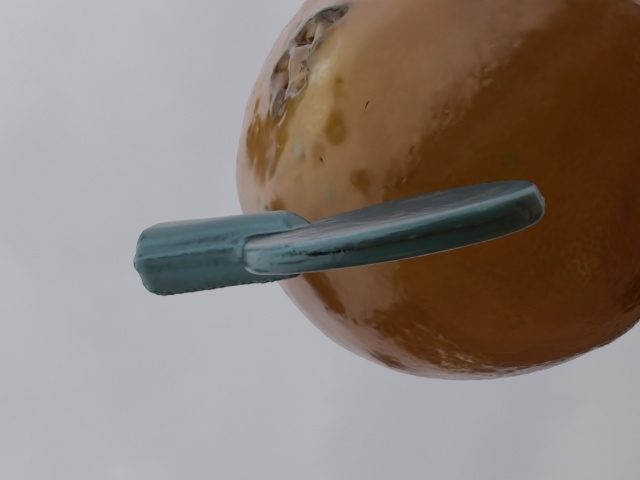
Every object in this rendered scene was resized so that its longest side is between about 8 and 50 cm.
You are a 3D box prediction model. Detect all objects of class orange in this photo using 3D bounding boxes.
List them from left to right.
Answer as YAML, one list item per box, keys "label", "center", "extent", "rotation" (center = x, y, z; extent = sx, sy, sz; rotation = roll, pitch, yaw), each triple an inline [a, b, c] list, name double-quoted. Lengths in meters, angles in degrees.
- label: "orange"
  center: [0.100, -0.056, 1.032]
  extent: [0.312, 0.312, 0.312]
  rotation: [-41, -34, -35]

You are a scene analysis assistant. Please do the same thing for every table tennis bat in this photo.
- label: "table tennis bat"
  center: [0.000, 0.000, 0.668]
  extent: [0.124, 0.201, 0.033]
  rotation: [-17, -81, -54]
